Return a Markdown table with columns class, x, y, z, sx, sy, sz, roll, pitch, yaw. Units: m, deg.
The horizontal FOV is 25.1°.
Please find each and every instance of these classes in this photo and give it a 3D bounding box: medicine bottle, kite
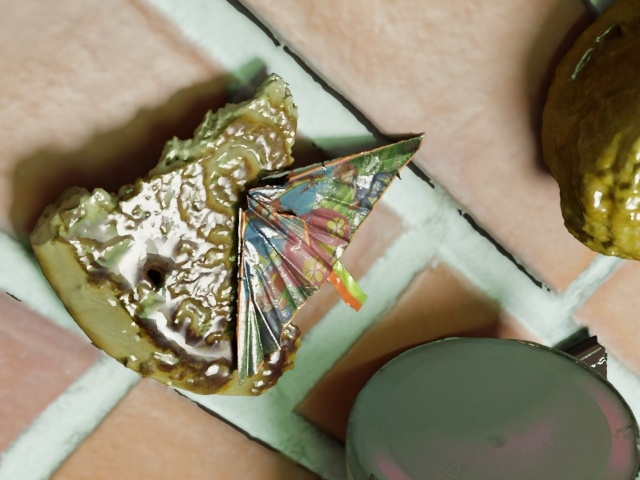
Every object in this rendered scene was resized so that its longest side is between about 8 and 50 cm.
| class | x | y | z | sx | sy | sz | roll | pitch | yaw |
| --- | --- | --- | --- | --- | --- | --- | --- | --- | --- |
| medicine bottle | 0.142 | 0.265 | 1.235 | 0.245 | 0.245 | 0.290 | -17 | 129 | -21 |
| kite | 0.000 | 0.000 | 1.074 | 0.241 | 0.014 | 0.183 | -51 | 139 | -10 |

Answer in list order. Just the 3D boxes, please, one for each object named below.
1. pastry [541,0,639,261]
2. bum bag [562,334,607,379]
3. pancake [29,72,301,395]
| class | x | y | z | sx | sy | sz | roll | pitch | yaw |
| --- | --- | --- | --- | --- | --- | --- | --- | --- | --- |
| pastry | 0.293 | -0.084 | 1.151 | 0.240 | 0.132 | 0.235 | -37 | 133 | -2 |
| bum bag | 0.227 | 0.164 | 1.370 | 0.109 | 0.026 | 0.159 | -27 | 138 | -12 |
| pancake | -0.080 | -0.008 | 1.045 | 0.266 | 0.057 | 0.244 | 25 | 98 | -46 |
